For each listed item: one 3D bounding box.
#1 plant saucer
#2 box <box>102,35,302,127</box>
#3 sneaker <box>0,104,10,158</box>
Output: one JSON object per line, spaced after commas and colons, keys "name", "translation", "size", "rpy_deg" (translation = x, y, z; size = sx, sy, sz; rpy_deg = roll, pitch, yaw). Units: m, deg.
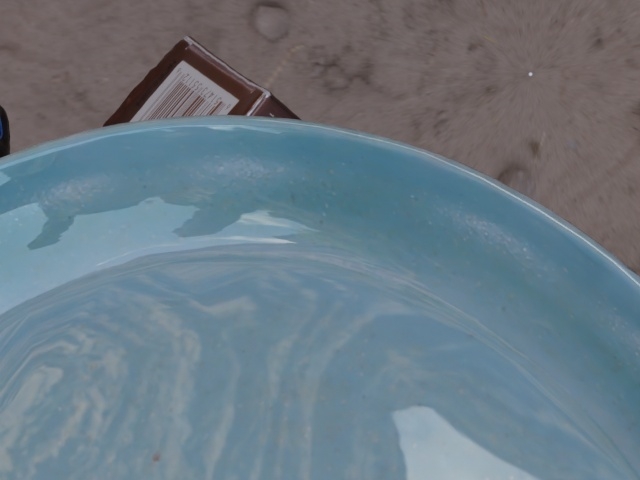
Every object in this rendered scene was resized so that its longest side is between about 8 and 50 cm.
{"name": "plant saucer", "translation": [-0.037, 0.125, 0.314], "size": [0.317, 0.044, 0.318], "rpy_deg": [-5, 70, 14]}
{"name": "box", "translation": [0.000, 0.000, 1.211], "size": [0.143, 0.191, 0.381], "rpy_deg": [-49, 125, -1]}
{"name": "sneaker", "translation": [-0.100, 0.010, 0.459], "size": [0.079, 0.217, 0.121], "rpy_deg": [12, 95, 39]}
